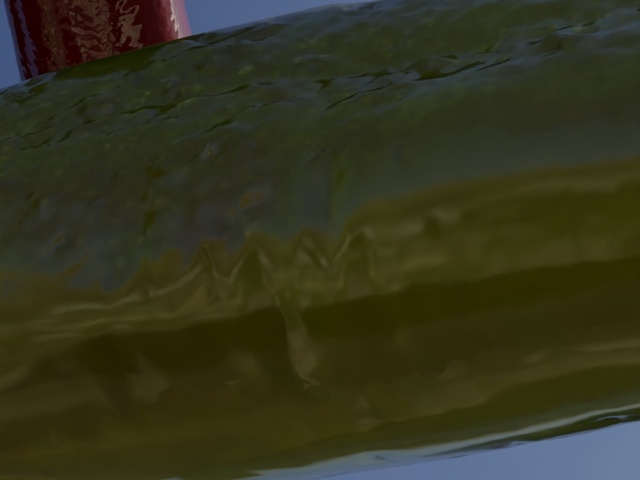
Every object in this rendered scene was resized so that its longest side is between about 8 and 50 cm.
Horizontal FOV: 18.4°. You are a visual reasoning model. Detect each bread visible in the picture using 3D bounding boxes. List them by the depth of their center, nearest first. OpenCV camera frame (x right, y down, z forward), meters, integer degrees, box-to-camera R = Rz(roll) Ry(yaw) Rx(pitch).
[{"bbox_3d":[0.000,0.000,0.482,0.166,0.384,0.112,0,-100,-66],"label":"bread"}]

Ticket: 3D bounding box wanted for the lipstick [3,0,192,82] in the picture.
[{"bbox_3d":[-0.100,-0.146,0.767,0.080,0.080,0.241,-29,-43,-21],"label":"lipstick"}]
